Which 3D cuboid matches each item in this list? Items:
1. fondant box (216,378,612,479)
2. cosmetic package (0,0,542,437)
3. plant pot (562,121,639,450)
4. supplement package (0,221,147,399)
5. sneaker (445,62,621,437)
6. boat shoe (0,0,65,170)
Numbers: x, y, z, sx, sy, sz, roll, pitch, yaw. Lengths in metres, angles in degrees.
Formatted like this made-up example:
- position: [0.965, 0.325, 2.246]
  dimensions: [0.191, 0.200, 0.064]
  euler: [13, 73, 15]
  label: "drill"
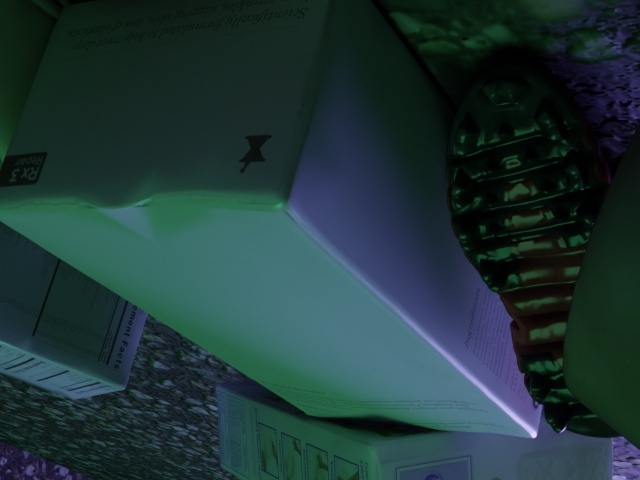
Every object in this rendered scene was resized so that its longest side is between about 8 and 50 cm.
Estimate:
- position: [0.071, 0.187, 0.971]
  dimensions: [0.238, 0.096, 0.330]
  euler: [-3, -179, -27]
  label: "fondant box"
- position: [0.000, 0.000, 0.700]
  dimensions: [0.217, 0.156, 0.385]
  euler: [1, 153, 31]
  label: "cosmetic package"
- position: [0.279, 0.042, 0.476]
  dimensions: [0.280, 0.323, 0.323]
  euler: [22, 163, 28]
  label: "plant pot"
- position: [-0.310, 0.055, 1.043]
  dimensions: [0.244, 0.139, 0.134]
  euler: [28, 153, -28]
  label: "supplement package"
- position: [0.155, -0.005, 0.660]
  dimensions: [0.098, 0.135, 0.276]
  euler: [-7, 127, 29]
  label: "sneaker"
- position: [-0.229, -0.115, 0.623]
  dimensions: [0.097, 0.116, 0.324]
  euler: [8, 154, 28]
  label: "boat shoe"
